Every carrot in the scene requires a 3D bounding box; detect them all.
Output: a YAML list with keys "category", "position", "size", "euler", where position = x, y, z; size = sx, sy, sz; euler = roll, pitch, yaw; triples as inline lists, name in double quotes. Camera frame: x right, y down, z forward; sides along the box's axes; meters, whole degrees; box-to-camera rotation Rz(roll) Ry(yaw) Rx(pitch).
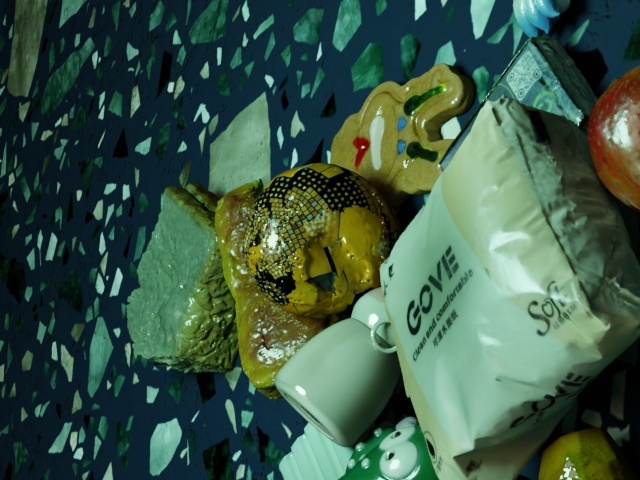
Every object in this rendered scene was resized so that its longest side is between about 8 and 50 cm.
- category: "carrot"
  position: [0.329, 0.362, 1.572]
  size: [0.114, 0.114, 0.302]
  euler: [-43, 50, 43]

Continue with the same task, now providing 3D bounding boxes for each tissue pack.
- category: "tissue pack"
  position: [0.266, -0.128, 1.848]
  size: [0.235, 0.073, 0.173]
  euler: [-57, 41, 32]
- category: "tissue pack"
  position: [0.221, 0.067, 1.683]
  size: [0.375, 0.195, 0.390]
  euler: [-57, 38, 37]

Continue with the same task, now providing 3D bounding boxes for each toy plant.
- category: "toy plant"
  position: [0.116, 0.313, 1.860]
  size: [0.243, 0.112, 0.232]
  euler: [-16, 32, 35]

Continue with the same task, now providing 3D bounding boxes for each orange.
- category: "orange"
  position: [0.000, 0.000, 2.067]
  size: [0.182, 0.234, 0.234]
  euler: [-162, 83, -81]

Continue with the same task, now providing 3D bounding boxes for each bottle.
- category: "bottle"
  position: [0.061, 0.161, 1.984]
  size: [0.236, 0.147, 0.147]
  euler: [-47, 31, -12]

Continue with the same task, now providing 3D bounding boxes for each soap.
- category: "soap"
  position: [0.045, 0.380, 2.027]
  size: [0.160, 0.087, 0.265]
  euler: [-58, 37, 28]

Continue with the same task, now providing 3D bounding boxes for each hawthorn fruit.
- category: "hawthorn fruit"
  position: [0.395, -0.104, 1.557]
  size: [0.179, 0.179, 0.200]
  euler: [-50, 59, 38]

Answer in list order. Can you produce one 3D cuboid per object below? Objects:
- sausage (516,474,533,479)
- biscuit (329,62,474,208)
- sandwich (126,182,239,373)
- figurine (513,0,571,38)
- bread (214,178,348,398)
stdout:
- category: "sausage"
  position: [0.227, 0.421, 1.718]
  size: [0.105, 0.105, 0.274]
  euler: [-12, 70, 56]
- category: "biscuit"
  position: [0.113, -0.148, 2.120]
  size: [0.334, 0.047, 0.202]
  euler: [-12, 71, 56]
- category: "sandwich"
  position: [-0.231, 0.087, 2.510]
  size: [0.262, 0.131, 0.325]
  euler: [41, 116, 53]
- category: "figurine"
  position: [0.295, -0.313, 1.861]
  size: [0.114, 0.079, 0.114]
  euler: [-175, 90, -76]
- category: "bread"
  position: [-0.057, 0.060, 2.223]
  size: [0.185, 0.109, 0.380]
  euler: [-22, 55, 11]
